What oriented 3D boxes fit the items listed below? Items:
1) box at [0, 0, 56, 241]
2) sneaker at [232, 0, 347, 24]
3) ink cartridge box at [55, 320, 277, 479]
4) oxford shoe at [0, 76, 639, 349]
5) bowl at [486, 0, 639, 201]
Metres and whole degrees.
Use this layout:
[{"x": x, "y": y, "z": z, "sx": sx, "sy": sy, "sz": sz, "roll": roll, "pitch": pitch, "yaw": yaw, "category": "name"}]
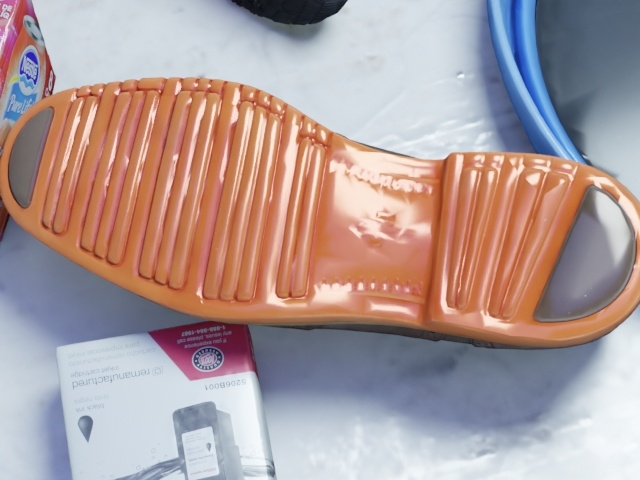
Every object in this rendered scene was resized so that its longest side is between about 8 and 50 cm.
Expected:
[{"x": -0.296, "y": -0.099, "z": 1.137, "sx": 0.257, "sy": 0.128, "sz": 0.122, "roll": 13, "pitch": 70, "yaw": 6, "category": "box"}, {"x": -0.058, "y": -0.264, "z": 1.211, "sx": 0.121, "sy": 0.111, "sz": 0.300, "roll": -29, "pitch": 73, "yaw": -13, "category": "sneaker"}, {"x": -0.080, "y": 0.128, "z": 1.083, "sx": 0.109, "sy": 0.063, "sz": 0.150, "roll": -10, "pitch": 69, "yaw": -3, "category": "ink cartridge box"}, {"x": 0.000, "y": 0.000, "z": 1.100, "sx": 0.364, "sy": 0.133, "sz": 0.130, "roll": 14, "pitch": 80, "yaw": 10, "category": "oxford shoe"}, {"x": 0.294, "y": -0.136, "z": 1.172, "sx": 0.391, "sy": 0.077, "sz": 0.391, "roll": 0, "pitch": 69, "yaw": 1, "category": "bowl"}]
